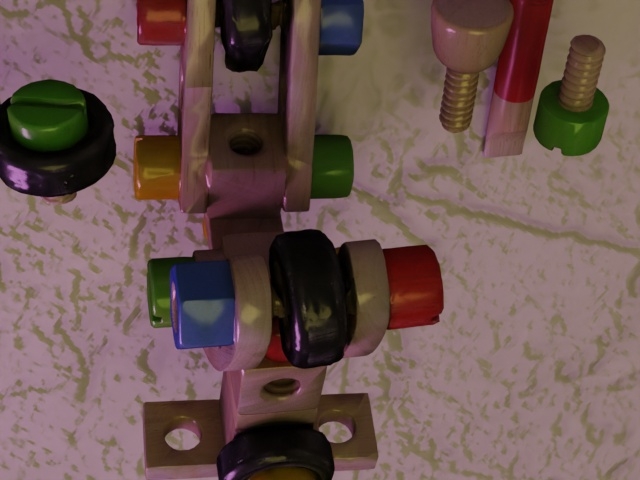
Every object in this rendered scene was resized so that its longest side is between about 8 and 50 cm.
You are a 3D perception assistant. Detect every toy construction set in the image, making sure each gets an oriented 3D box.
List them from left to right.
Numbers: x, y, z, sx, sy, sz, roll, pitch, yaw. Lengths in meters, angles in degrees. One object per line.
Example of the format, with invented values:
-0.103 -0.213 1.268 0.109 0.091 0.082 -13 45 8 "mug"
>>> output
0.000 0.000 0.731 0.309 0.257 0.237 -25 143 -24 "toy construction set"
